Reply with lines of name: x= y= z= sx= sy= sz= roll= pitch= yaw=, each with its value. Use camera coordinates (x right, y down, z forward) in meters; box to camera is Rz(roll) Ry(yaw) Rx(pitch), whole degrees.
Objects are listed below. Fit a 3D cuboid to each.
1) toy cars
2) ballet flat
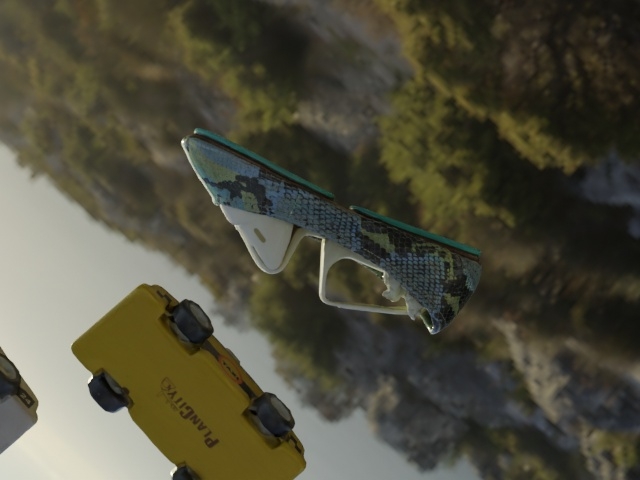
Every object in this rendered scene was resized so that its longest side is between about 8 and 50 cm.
toy cars: x=-0.197 y=0.102 z=1.108 sx=0.393 sy=0.177 sz=0.087 roll=9 pitch=-168 yaw=4
ballet flat: x=0.000 y=0.000 z=0.816 sx=0.188 sy=0.070 sz=0.070 roll=23 pitch=167 yaw=-4
